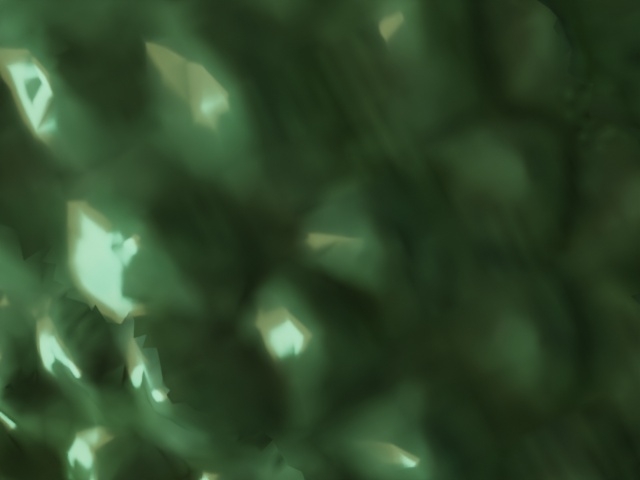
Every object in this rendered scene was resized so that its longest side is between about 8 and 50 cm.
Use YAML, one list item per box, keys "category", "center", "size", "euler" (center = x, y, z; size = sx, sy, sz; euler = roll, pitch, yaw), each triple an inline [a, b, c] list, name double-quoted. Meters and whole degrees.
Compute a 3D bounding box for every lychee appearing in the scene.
- category: "lychee"
  center: [0.000, 0.000, 0.564]
  size: [0.432, 0.380, 0.380]
  euler: [53, 146, 30]
